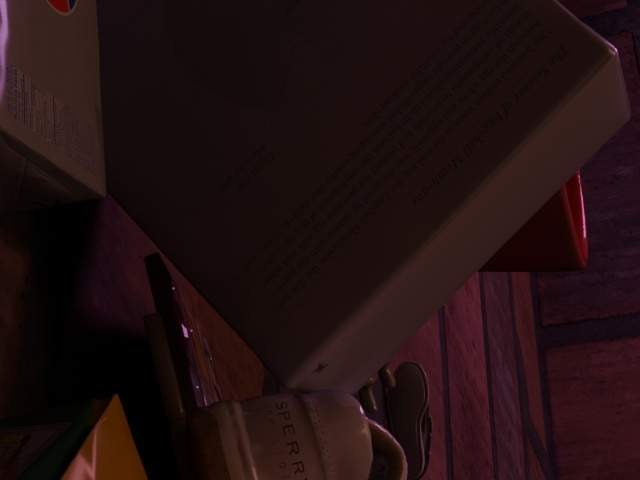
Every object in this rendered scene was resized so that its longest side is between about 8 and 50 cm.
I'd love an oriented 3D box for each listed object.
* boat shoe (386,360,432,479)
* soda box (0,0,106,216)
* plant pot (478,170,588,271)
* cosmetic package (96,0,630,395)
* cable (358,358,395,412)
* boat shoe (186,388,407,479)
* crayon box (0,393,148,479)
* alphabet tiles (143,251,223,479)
[{"bbox_3d":[0.097,0.191,1.372,0.038,0.046,0.125,37,48,-69],"label":"boat shoe"},{"bbox_3d":[-0.159,-0.154,0.550,0.091,0.098,0.286,43,40,-68],"label":"soda box"},{"bbox_3d":[0.104,-0.090,1.195,0.275,0.243,0.275,-10,90,-74],"label":"plant pot"},{"bbox_3d":[0.005,-0.073,0.694,0.224,0.224,0.138,47,6,19],"label":"cosmetic package"},{"bbox_3d":[0.000,0.000,1.088,0.139,0.072,0.287,-83,158,-62],"label":"cable"},{"bbox_3d":[0.001,0.135,0.684,0.277,0.096,0.098,78,-5,-74],"label":"boat shoe"},{"bbox_3d":[-0.113,0.277,0.419,0.363,0.106,0.313,-68,145,-66],"label":"crayon box"},{"bbox_3d":[-0.040,0.188,0.729,0.285,0.011,0.342,75,-2,-67],"label":"alphabet tiles"}]
